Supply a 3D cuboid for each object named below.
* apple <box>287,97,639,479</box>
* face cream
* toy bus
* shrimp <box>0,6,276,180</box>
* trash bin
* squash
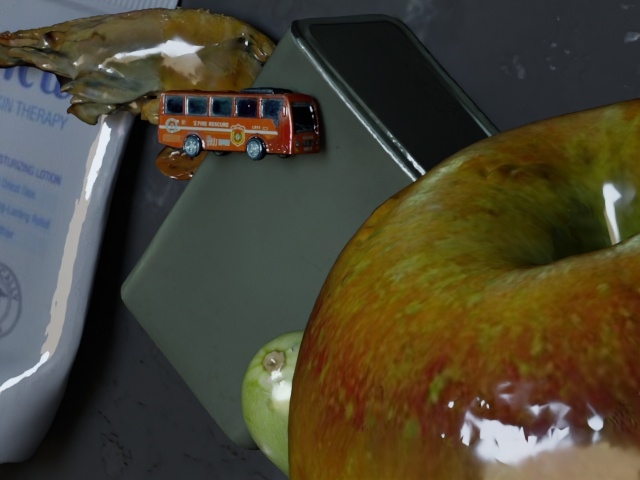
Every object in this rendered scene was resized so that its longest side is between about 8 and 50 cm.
[{"bbox_3d":[0.178,0.115,0.921,0.384,0.374,0.374,-17,85,0],"label":"apple"},{"bbox_3d":[-0.243,-0.008,1.339,0.235,0.137,0.420,19,96,34],"label":"face cream"},{"bbox_3d":[-0.050,-0.071,1.071,0.110,0.031,0.043,5,96,38],"label":"toy bus"},{"bbox_3d":[-0.151,-0.100,1.227,0.262,0.066,0.117,-1,87,18],"label":"shrimp"},{"bbox_3d":[0.000,0.000,1.141,0.164,0.122,0.240,49,123,19],"label":"trash bin"},{"bbox_3d":[0.019,0.145,1.107,0.083,0.083,0.250,13,146,34],"label":"squash"}]
